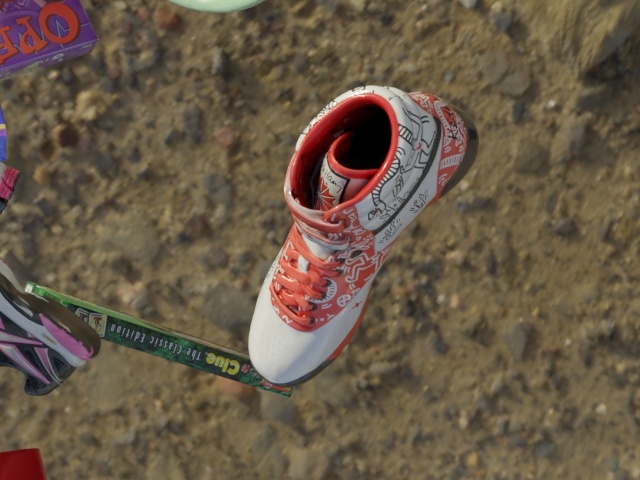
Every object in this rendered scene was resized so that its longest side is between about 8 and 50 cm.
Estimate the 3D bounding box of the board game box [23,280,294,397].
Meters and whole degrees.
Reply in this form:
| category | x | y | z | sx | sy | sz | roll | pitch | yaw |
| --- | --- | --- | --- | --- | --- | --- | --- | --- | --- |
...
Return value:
| category | x | y | z | sx | sy | sz | roll | pitch | yaw |
| --- | --- | --- | --- | --- | --- | --- | --- | --- | --- |
| board game box | -0.163 | 0.100 | 1.264 | 0.260 | 0.136 | 0.030 | 21 | 88 | -26 |

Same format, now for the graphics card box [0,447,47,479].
| category | x | y | z | sx | sy | sz | roll | pitch | yaw |
| --- | --- | --- | --- | --- | --- | --- | --- | --- | --- |
| graphics card box | -0.188 | 0.352 | 0.837 | 0.094 | 0.233 | 0.370 | -11 | 122 | -15 |

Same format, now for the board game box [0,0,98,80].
| category | x | y | z | sx | sy | sz | roll | pitch | yaw |
| --- | --- | --- | --- | --- | --- | --- | --- | --- | --- |
| board game box | -0.441 | -0.254 | 1.369 | 0.056 | 0.347 | 0.208 | -26 | 88 | 60 |

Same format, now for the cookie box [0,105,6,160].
| category | x | y | z | sx | sy | sz | roll | pitch | yaw |
| --- | --- | --- | --- | --- | --- | --- | --- | --- | --- |
| cookie box | -0.346 | -0.116 | 1.175 | 0.092 | 0.107 | 0.040 | -7 | 133 | -19 |

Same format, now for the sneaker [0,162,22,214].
| category | x | y | z | sx | sy | sz | roll | pitch | yaw |
| --- | --- | --- | --- | --- | --- | --- | --- | --- | --- |
| sneaker | -0.638 | -0.057 | 2.209 | 0.112 | 0.121 | 0.299 | 32 | 128 | -20 |

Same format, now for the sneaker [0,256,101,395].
| category | x | y | z | sx | sy | sz | roll | pitch | yaw |
| --- | --- | --- | --- | --- | --- | --- | --- | --- | --- |
| sneaker | -0.268 | 0.061 | 1.001 | 0.178 | 0.072 | 0.077 | 39 | 97 | -6 |

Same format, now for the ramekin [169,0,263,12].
| category | x | y | z | sx | sy | sz | roll | pitch | yaw |
| --- | --- | --- | --- | --- | --- | --- | --- | --- | --- |
| ramekin | -0.094 | -0.361 | 1.061 | 0.303 | 0.148 | 0.303 | 26 | 141 | 23 |

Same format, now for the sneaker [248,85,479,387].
| category | x | y | z | sx | sy | sz | roll | pitch | yaw |
| --- | --- | --- | --- | --- | --- | --- | --- | --- | --- |
| sneaker | 0.000 | -0.001 | 0.938 | 0.090 | 0.145 | 0.270 | 44 | 107 | 24 |
